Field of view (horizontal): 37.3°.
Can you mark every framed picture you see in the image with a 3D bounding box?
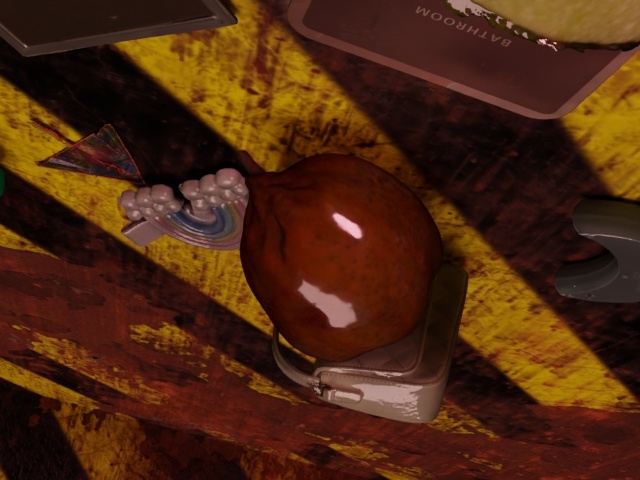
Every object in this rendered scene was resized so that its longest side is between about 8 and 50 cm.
[{"bbox_3d":[-0.220,-0.229,0.793,0.252,0.014,0.197,-1,153,29],"label":"framed picture"}]

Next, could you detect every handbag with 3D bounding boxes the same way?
[{"bbox_3d":[0.053,0.095,1.115,0.219,0.256,0.079,11,126,9],"label":"handbag"}]

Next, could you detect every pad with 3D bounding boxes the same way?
[{"bbox_3d":[0.113,-0.172,0.760,0.266,0.002,0.176,18,156,-10],"label":"pad"}]

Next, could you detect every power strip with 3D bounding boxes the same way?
[{"bbox_3d":[0.327,0.013,1.011,0.137,0.044,0.216,9,157,9],"label":"power strip"}]

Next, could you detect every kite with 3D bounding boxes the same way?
[{"bbox_3d":[-0.273,-0.100,1.115,0.159,0.010,0.190,29,151,-31],"label":"kite"}]

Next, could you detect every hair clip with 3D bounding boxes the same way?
[{"bbox_3d":[-0.154,-0.034,1.162,0.220,0.054,0.140,-8,143,32],"label":"hair clip"}]

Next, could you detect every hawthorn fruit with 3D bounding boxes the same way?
[{"bbox_3d":[0.000,0.000,0.981,0.248,0.208,0.208,40,146,-25],"label":"hawthorn fruit"}]

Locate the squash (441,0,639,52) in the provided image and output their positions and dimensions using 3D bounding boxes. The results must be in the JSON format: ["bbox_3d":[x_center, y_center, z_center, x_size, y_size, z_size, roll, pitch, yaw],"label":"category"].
[{"bbox_3d":[0.119,-0.198,0.434,0.220,0.220,0.133,20,159,-16],"label":"squash"}]

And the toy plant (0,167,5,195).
[{"bbox_3d":[-0.451,-0.090,1.122,0.143,0.105,0.200,22,168,0],"label":"toy plant"}]
